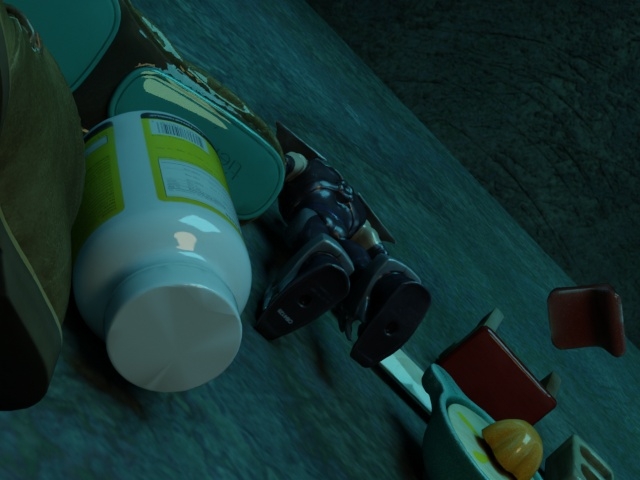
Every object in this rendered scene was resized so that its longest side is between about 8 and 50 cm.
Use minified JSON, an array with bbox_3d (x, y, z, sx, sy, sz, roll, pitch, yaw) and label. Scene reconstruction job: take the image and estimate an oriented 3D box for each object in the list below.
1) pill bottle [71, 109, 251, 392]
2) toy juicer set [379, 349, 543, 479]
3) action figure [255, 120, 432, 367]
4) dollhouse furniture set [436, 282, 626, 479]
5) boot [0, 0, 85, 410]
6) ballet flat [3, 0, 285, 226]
[{"bbox_3d":[-0.097,0.005,0.800,0.103,0.103,0.184,38,17,-30],"label":"pill bottle"},{"bbox_3d":[0.156,0.193,1.049,0.209,0.089,0.329,39,16,-28],"label":"toy juicer set"},{"bbox_3d":[0.000,0.000,1.118,0.185,0.099,0.285,33,15,-18],"label":"action figure"},{"bbox_3d":[0.298,0.195,1.223,0.374,0.201,0.152,47,14,-2],"label":"dollhouse furniture set"},{"bbox_3d":[-0.154,-0.064,0.528,0.305,0.112,0.115,89,12,-50],"label":"boot"},{"bbox_3d":[-0.166,-0.135,0.994,0.342,0.116,0.124,37,-3,-28],"label":"ballet flat"}]
